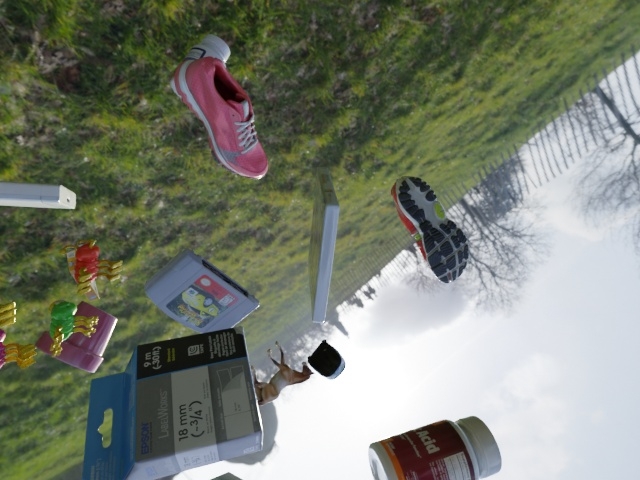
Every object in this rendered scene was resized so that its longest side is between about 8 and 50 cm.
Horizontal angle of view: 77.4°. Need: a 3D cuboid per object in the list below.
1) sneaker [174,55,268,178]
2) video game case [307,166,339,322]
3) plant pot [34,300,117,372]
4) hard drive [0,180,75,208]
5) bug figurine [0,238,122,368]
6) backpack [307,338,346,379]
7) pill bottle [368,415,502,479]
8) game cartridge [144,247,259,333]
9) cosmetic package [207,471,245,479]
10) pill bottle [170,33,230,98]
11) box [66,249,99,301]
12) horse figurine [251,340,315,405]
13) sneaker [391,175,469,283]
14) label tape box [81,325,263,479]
[{"bbox_3d":[-0.204,-0.272,0.925,0.136,0.313,0.115,1,-135,42],"label":"sneaker"},{"bbox_3d":[0.000,0.000,0.747,0.206,0.026,0.226,-99,-166,-63],"label":"video game case"},{"bbox_3d":[-0.779,0.307,1.311,0.180,0.202,0.201,-63,-166,-24],"label":"plant pot"},{"bbox_3d":[-0.778,-0.109,0.906,0.354,0.047,0.233,2,180,-24],"label":"hard drive"},{"bbox_3d":[-0.466,0.111,0.646,0.279,0.072,0.216,-36,150,-65],"label":"bug figurine"},{"bbox_3d":[0.029,0.424,1.386,0.105,0.084,0.114,-47,-132,-10],"label":"backpack"},{"bbox_3d":[0.379,0.737,1.336,0.393,0.223,0.224,-11,177,-14],"label":"pill bottle"},{"bbox_3d":[-0.347,0.168,1.170,0.196,0.294,0.060,-37,-145,13],"label":"game cartridge"},{"bbox_3d":[-0.276,0.815,1.168,0.224,0.138,0.225,7,172,30],"label":"cosmetic package"},{"bbox_3d":[-0.342,-0.497,1.161,0.186,0.112,0.112,-66,-168,-16],"label":"pill bottle"},{"bbox_3d":[-0.627,0.100,1.060,0.028,0.081,0.136,-22,135,-22],"label":"box"},{"bbox_3d":[-0.165,0.475,1.371,0.263,0.174,0.066,-37,-177,-35],"label":"horse figurine"},{"bbox_3d":[0.258,-0.030,0.956,0.108,0.278,0.118,-28,-172,-4],"label":"sneaker"},{"bbox_3d":[-0.303,0.328,0.805,0.334,0.240,0.105,-8,137,-16],"label":"label tape box"}]
